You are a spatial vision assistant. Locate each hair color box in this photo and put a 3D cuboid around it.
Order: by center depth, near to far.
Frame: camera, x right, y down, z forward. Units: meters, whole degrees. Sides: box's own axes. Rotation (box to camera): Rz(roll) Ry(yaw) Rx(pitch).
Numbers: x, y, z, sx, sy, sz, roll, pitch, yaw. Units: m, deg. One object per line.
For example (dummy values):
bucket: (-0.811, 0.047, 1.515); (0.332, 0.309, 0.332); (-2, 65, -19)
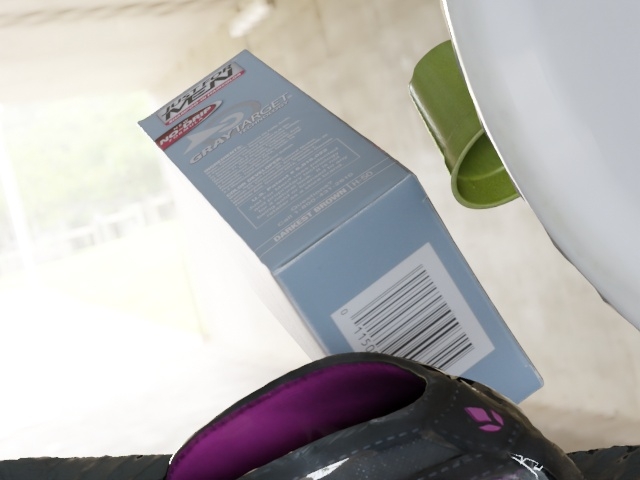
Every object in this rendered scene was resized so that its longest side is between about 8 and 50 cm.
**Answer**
hair color box: (0.000, 0.000, 1.194); (0.113, 0.185, 0.374); (-36, 26, -5)

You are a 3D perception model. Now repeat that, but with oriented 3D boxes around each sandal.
sandal: (-0.033, 0.117, 0.672); (0.445, 0.107, 0.167); (-7, 25, 27)

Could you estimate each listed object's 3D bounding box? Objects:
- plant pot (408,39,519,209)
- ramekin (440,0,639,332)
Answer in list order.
plant pot: (0.091, -0.075, 0.958); (0.083, 0.079, 0.083); (-23, -35, -17)
ramekin: (0.143, -0.074, 0.326); (0.273, 0.273, 0.127); (-13, 7, 41)
